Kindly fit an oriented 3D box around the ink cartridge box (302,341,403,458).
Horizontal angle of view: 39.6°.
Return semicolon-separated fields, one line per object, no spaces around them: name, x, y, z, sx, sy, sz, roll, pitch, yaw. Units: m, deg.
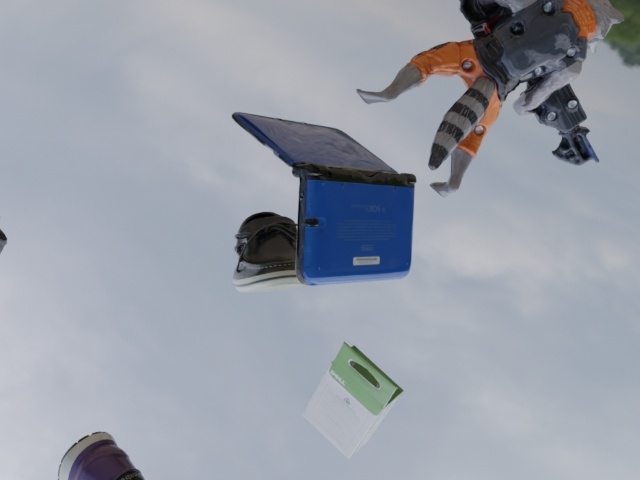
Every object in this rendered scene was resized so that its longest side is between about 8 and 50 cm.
ink cartridge box;0.058;0.240;1.394;0.109;0.209;0.062;41;-135;17

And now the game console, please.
game console;0.006;-0.065;1.395;0.173;0.250;0.293;5;-177;37

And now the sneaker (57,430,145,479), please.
sneaker;-0.282;0.398;1.164;0.124;0.283;0.107;31;-143;34

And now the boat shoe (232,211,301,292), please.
boat shoe;-0.127;0.024;2.161;0.187;0.155;0.500;-6;-169;-5

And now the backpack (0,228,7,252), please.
backpack;-0.825;-0.065;1.753;0.290;0.273;0.355;8;-140;-47

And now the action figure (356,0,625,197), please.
action figure;0.263;-0.193;1.165;0.341;0.330;0.178;48;-178;-17
